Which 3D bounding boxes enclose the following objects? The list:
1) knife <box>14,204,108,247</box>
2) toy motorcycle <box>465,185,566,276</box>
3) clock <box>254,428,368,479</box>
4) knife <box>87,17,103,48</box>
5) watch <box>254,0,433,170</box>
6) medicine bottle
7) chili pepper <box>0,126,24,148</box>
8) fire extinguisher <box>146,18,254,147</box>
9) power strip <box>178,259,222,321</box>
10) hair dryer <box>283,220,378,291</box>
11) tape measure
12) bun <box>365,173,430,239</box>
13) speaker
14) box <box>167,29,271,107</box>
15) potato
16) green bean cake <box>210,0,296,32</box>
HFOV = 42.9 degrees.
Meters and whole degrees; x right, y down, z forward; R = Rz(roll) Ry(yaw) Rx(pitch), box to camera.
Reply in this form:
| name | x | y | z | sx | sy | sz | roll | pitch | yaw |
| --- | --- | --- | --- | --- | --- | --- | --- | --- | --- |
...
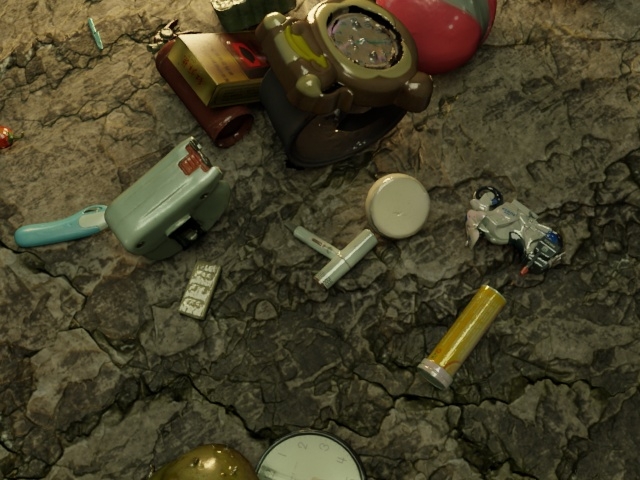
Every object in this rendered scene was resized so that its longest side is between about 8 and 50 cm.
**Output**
| name | x | y | z | sx | sy | sz | roll | pitch | yaw |
| --- | --- | --- | --- | --- | --- | --- | --- | --- | --- |
| knife | -0.548 | -0.028 | 1.744 | 0.222 | 0.031 | 0.064 | -13 | 76 | 3 |
| toy motorcycle | 0.382 | -0.010 | 1.650 | 0.221 | 0.102 | 0.150 | 37 | 65 | 14 |
| clock | -0.021 | 0.471 | 1.541 | 0.226 | 0.049 | 0.226 | -1 | 72 | 3 |
| knife | -0.525 | -0.484 | 1.903 | 0.014 | 0.005 | 0.091 | -23 | 73 | -2 |
| watch | 0.012 | -0.298 | 1.635 | 0.335 | 0.327 | 0.314 | -17 | 67 | -30 |
| medicine bottle | 0.281 | 0.189 | 1.604 | 0.074 | 0.074 | 0.218 | 36 | 76 | 13 |
| chili pepper | -0.738 | -0.226 | 1.810 | 0.191 | 0.050 | 0.059 | 1 | 75 | 16 |
| fire extinguisher | -0.267 | -0.367 | 1.808 | 0.147 | 0.106 | 0.337 | -25 | 70 | -35 |
| power strip | -0.247 | 0.101 | 1.683 | 0.056 | 0.032 | 0.123 | 16 | 73 | 7 |
| hair dryer | 0.005 | -0.006 | 1.701 | 0.155 | 0.044 | 0.183 | -41 | 71 | -12 |
| tape measure | -0.288 | -0.066 | 1.629 | 0.243 | 0.246 | 0.125 | -38 | 73 | 2 |
| bun | 0.153 | -0.075 | 1.688 | 0.138 | 0.094 | 0.138 | -4 | 107 | -13 |
| speaker | 0.227 | -0.499 | 1.751 | 0.294 | 0.294 | 0.294 | -1 | 72 | 3 |
| box | -0.186 | -0.372 | 1.746 | 0.240 | 0.071 | 0.159 | -18 | 62 | -47 |
| potato | -0.187 | 0.546 | 1.432 | 0.219 | 0.269 | 0.359 | -16 | 83 | -47 |
| green bean cake | -0.161 | -0.561 | 1.836 | 0.185 | 0.094 | 0.183 | -22 | 48 | -3 |
